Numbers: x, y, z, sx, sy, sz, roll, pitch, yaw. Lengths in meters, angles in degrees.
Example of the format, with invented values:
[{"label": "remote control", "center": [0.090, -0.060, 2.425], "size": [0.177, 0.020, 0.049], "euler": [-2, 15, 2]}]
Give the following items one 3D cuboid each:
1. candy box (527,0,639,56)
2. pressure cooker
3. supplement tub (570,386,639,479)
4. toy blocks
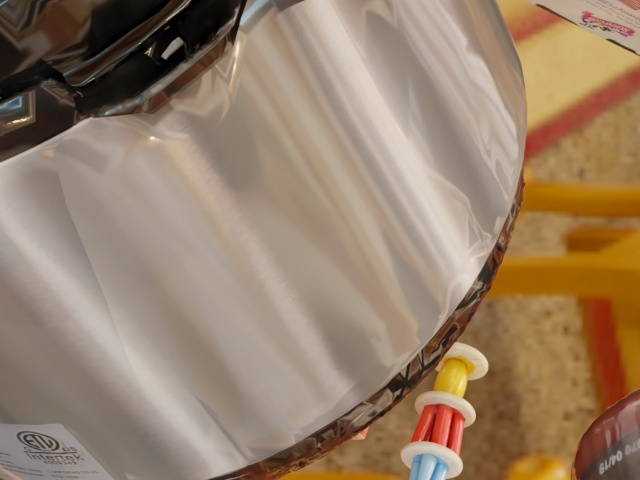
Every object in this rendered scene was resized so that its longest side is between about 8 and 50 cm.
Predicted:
[{"label": "candy box", "center": [0.285, -0.231, 1.542], "size": [0.159, 0.233, 0.071], "euler": [24, 69, -19]}, {"label": "pressure cooker", "center": [-0.121, -0.120, 0.836], "size": [0.420, 0.370, 0.375], "euler": [56, 8, -49]}, {"label": "supplement tub", "center": [0.134, 0.139, 0.543], "size": [0.106, 0.106, 0.198], "euler": [39, 36, -43]}, {"label": "toy blocks", "center": [0.064, 0.150, 1.584], "size": [0.054, 0.123, 0.148], "euler": [87, 18, -54]}]
